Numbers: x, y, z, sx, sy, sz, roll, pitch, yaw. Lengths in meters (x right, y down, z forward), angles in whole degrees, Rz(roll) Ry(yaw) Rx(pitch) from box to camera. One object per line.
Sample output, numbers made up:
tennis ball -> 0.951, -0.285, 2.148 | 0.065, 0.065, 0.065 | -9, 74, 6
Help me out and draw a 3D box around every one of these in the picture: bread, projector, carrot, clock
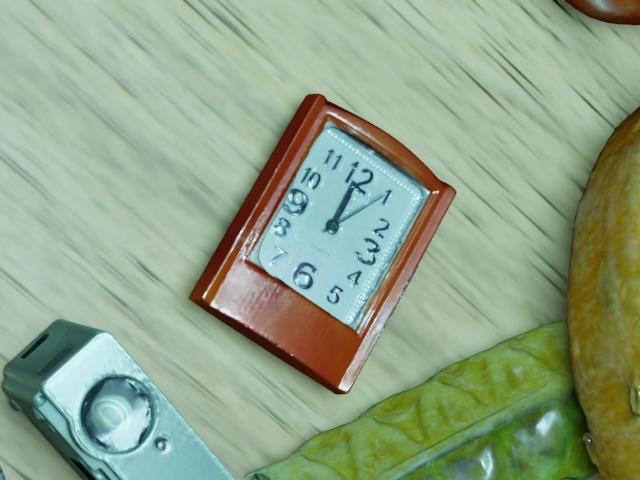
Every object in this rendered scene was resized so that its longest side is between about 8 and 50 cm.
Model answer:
bread -> 0.090, 0.132, 1.221 | 0.269, 0.098, 0.087 | -25, 138, -18
projector -> -0.111, 0.119, 1.130 | 0.061, 0.115, 0.147 | -43, 105, -16
carrot -> 0.253, 0.041, 1.232 | 0.258, 0.100, 0.307 | 25, 57, -38
clock -> 0.000, 0.000, 1.200 | 0.113, 0.061, 0.155 | 35, 76, -18

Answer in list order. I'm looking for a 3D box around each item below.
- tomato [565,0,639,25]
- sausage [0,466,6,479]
tomato -> 0.211, -0.218, 1.229 | 0.187, 0.151, 0.187 | -13, 137, -12
sausage -> -0.170, 0.240, 1.155 | 0.033, 0.033, 0.269 | -19, 98, -19
